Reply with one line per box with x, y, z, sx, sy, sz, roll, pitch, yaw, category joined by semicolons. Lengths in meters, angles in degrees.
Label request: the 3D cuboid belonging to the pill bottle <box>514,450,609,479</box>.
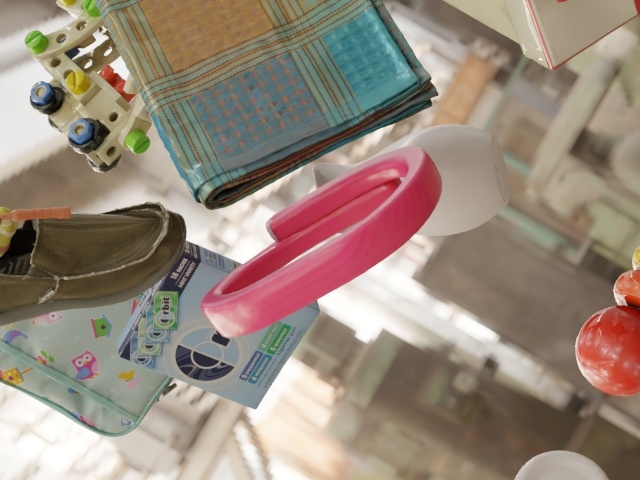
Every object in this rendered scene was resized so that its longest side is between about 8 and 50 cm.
0.315;0.383;2.295;0.131;0.131;0.229;-57;-20;-26;pill bottle

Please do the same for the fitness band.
0.000;0.000;1.795;0.290;0.054;0.209;-30;15;22;fitness band

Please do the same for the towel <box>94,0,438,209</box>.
-0.076;-0.224;1.820;0.271;0.370;0.040;-27;-32;-3;towel

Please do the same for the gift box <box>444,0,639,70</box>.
0.181;-0.319;1.399;0.255;0.276;0.258;-37;36;-8;gift box

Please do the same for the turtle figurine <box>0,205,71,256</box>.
-0.373;0.026;1.627;0.269;0.087;0.217;-30;26;-19;turtle figurine

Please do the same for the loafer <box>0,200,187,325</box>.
-0.255;0.016;1.712;0.087;0.251;0.094;72;178;-46;loafer

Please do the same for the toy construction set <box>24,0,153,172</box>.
-0.284;-0.224;2.349;0.215;0.327;0.151;-45;-49;-3;toy construction set

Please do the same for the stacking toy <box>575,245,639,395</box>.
0.373;0.018;1.728;0.330;0.141;0.141;-53;-7;-15;stacking toy

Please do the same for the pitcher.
0.115;-0.061;2.014;0.178;0.207;0.126;13;-113;-73;pitcher

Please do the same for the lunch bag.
-0.318;0.129;2.316;0.224;0.279;0.108;-56;16;11;lunch bag

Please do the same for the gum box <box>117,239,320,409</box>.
-0.119;0.098;2.013;0.157;0.184;0.041;-58;23;23;gum box
